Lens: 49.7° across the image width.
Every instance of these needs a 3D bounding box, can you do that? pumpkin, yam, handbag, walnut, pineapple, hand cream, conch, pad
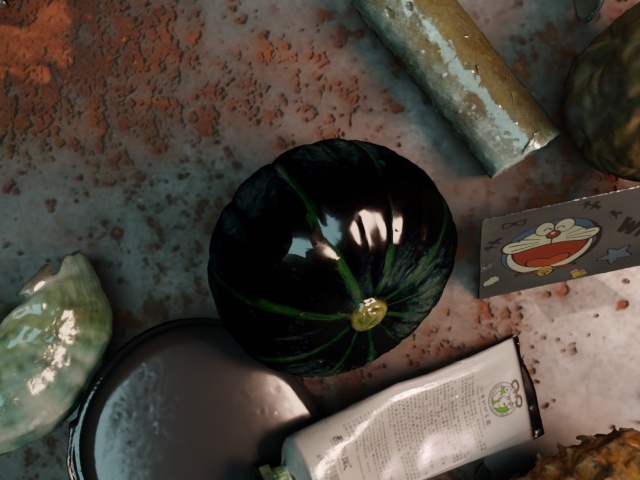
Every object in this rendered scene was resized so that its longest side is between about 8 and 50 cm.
[{"bbox_3d":[0.000,0.000,0.697,0.248,0.248,0.247,0,94,3],"label":"pumpkin"},{"bbox_3d":[0.139,-0.184,0.725,0.093,0.093,0.259,-39,90,5],"label":"yam"},{"bbox_3d":[-0.115,0.233,0.727,0.254,0.093,0.308,-36,92,-19],"label":"handbag"},{"bbox_3d":[0.330,-0.149,0.644,0.178,0.230,0.178,5,69,-12],"label":"walnut"},{"bbox_3d":[0.213,0.296,0.709,0.310,0.170,0.141,-31,117,23],"label":"pineapple"},{"bbox_3d":[0.093,0.200,0.716,0.336,0.076,0.121,-14,97,-23],"label":"hand cream"},{"bbox_3d":[-0.349,0.133,0.733,0.195,0.220,0.277,29,120,-23],"label":"conch"},{"bbox_3d":[0.283,-0.003,0.705,0.246,0.170,0.006,-12,56,3],"label":"pad"}]

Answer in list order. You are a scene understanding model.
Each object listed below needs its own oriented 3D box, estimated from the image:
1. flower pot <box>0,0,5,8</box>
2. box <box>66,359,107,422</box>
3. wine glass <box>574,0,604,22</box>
[{"bbox_3d":[-0.358,-0.411,0.663,0.291,0.290,0.259,-20,82,4],"label":"flower pot"},{"bbox_3d":[-0.286,0.168,0.807,0.046,0.012,0.083,30,95,1],"label":"box"},{"bbox_3d":[0.426,-0.268,0.618,0.310,0.264,0.096,4,86,2],"label":"wine glass"}]
